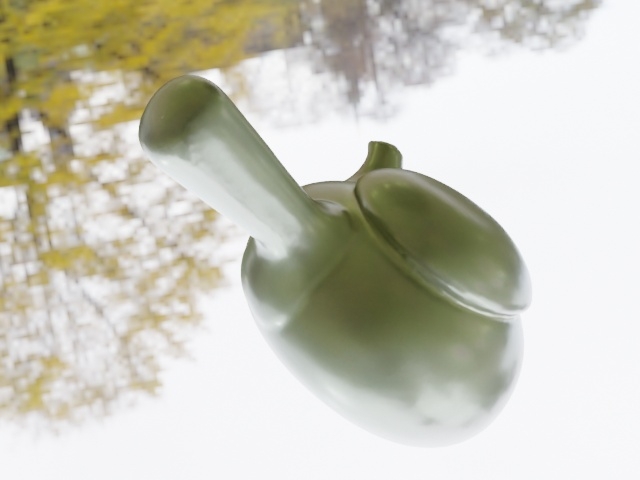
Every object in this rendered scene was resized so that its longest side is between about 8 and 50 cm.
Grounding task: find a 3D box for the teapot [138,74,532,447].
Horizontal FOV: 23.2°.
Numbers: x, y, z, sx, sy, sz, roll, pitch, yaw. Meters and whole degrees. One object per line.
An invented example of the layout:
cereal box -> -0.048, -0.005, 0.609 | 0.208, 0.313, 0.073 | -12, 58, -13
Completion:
teapot -> 0.021, 0.023, 0.985 | 0.220, 0.149, 0.318 | 44, -163, 24
